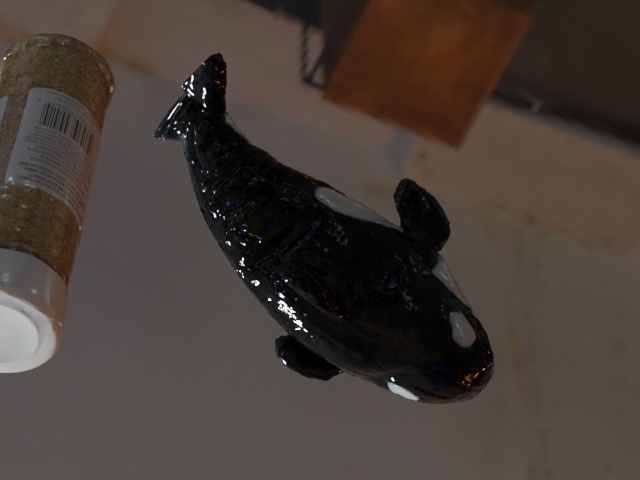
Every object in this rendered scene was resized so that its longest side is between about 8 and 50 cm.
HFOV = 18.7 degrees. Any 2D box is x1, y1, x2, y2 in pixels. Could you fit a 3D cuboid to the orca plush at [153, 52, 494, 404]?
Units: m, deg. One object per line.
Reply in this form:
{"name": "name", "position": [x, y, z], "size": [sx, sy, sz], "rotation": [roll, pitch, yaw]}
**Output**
{"name": "orca plush", "position": [0.000, 0.000, 1.285], "size": [0.287, 0.151, 0.102], "rotation": [58, -170, 3]}

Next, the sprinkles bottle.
{"name": "sprinkles bottle", "position": [-0.276, -0.043, 1.843], "size": [0.121, 0.121, 0.355], "rotation": [19, -137, -13]}
